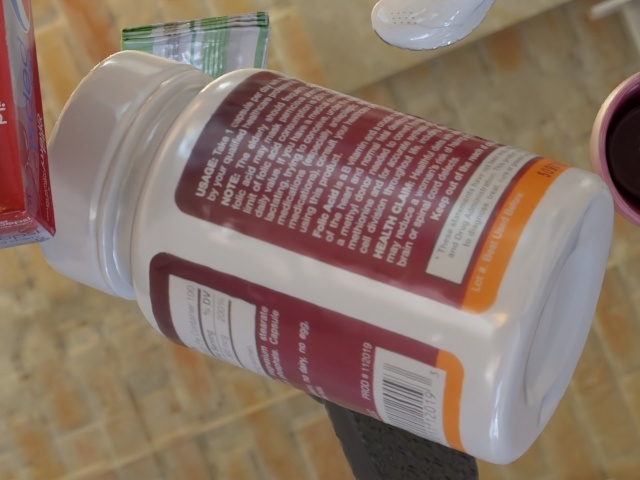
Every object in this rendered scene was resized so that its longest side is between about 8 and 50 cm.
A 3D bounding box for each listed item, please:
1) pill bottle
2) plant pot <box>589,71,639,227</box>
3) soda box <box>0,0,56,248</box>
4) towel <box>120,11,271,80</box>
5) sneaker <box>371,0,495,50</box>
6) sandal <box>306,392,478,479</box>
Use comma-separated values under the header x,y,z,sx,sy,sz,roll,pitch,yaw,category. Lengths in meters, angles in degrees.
x,y,z,sx,sy,sz,roll,pitch,yaw,category
0.000,0.000,1.352,0.224,0.392,0.224,-52,-27,-41,pill bottle
0.409,-0.105,2.119,0.180,0.201,0.201,-126,14,-88,plant pot
-0.245,-0.128,1.254,0.092,0.083,0.263,65,-164,-77,soda box
-0.126,-0.180,1.817,0.113,0.152,0.023,97,160,-55,towel
0.187,-0.335,2.174,0.129,0.297,0.111,43,-159,-59,sneaker
0.023,0.121,1.934,0.107,0.167,0.446,-58,43,44,sandal
